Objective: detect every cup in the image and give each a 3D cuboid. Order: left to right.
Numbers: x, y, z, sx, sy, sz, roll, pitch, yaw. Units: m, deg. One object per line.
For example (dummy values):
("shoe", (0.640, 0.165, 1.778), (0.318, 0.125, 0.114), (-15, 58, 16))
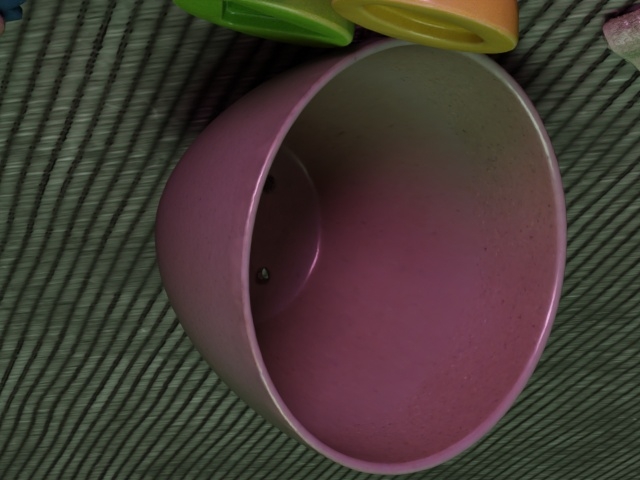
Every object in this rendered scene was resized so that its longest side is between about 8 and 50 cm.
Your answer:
("cup", (0.000, 0.000, 1.288), (0.331, 0.331, 0.237), (19, 174, -40))

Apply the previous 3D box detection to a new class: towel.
("towel", (0.298, -0.153, 1.264), (0.110, 0.027, 0.148), (-20, 151, 32))

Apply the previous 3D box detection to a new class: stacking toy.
("stacking toy", (-0.039, -0.223, 1.032), (0.309, 0.130, 0.279), (16, 176, -31))

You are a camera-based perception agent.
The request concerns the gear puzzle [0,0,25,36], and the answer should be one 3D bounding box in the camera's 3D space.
("gear puzzle", (-0.380, -0.172, 1.117), (0.338, 0.044, 0.175), (8, 154, -24))
